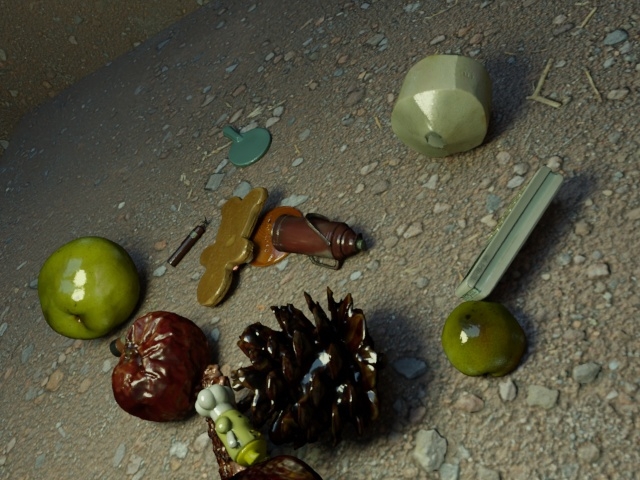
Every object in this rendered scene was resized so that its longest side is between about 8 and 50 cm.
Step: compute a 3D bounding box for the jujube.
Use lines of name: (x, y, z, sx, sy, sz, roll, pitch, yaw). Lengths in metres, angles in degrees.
jujube: (-0.361, 0.289, 1.260, 0.212, 0.213, 0.232, -15, 44, 26)

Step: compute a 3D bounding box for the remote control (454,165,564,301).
remote control: (0.349, -0.008, 1.036, 0.055, 0.103, 0.277, 35, 78, 11)

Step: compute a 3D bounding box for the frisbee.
frisbee: (-0.132, -0.018, 1.457, 0.192, 0.035, 0.192, -20, 48, 23)

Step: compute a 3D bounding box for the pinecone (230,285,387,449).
pinecone: (-0.027, 0.230, 1.020, 0.295, 0.242, 0.298, -26, 36, 10)

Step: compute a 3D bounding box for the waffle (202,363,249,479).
waffle: (-0.181, 0.369, 1.065, 0.055, 0.221, 0.234, -9, 29, -21)

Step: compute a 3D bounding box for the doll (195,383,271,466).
doll: (-0.146, 0.305, 0.919, 0.062, 0.106, 0.162, -44, 60, -6)

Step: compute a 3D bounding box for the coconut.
coconut: (0.276, -0.296, 1.258, 0.241, 0.241, 0.241, -20, 46, 22)

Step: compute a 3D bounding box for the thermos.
thermos: (0.002, 0.000, 1.298, 0.231, 0.098, 0.124, 10, 101, 33)

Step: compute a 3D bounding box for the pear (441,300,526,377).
pear: (0.276, 0.164, 0.959, 0.141, 0.104, 0.141, -19, 51, 25)

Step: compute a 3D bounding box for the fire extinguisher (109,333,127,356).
fire extinguisher: (-0.478, 0.259, 1.472, 0.177, 0.050, 0.062, -26, 26, 17)

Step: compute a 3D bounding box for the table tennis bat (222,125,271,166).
table tennis bat: (-0.250, -0.318, 1.791, 0.153, 0.040, 0.244, -46, 46, -6)

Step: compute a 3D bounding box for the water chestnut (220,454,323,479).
water chestnut: (-0.085, 0.492, 0.780, 0.335, 0.335, 0.347, 3, 42, 38)

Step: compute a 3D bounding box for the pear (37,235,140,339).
pear: (-0.642, 0.125, 1.545, 0.294, 0.294, 0.294, -20, 46, 22)

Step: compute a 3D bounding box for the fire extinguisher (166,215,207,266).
fire extinguisher: (-0.388, 0.002, 1.635, 0.173, 0.035, 0.049, -51, 5, -10)

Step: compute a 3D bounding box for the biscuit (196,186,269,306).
biscuit: (-0.240, 0.022, 1.474, 0.216, 0.047, 0.340, -15, 53, 45)
